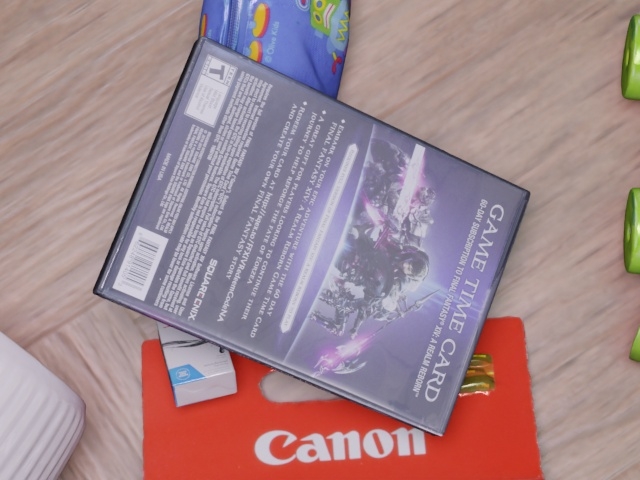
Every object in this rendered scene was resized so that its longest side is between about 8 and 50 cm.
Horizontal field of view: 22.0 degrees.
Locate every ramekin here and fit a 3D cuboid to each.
[{"bbox_3d":[-0.267,0.113,1.192,0.207,0.207,0.109,35,76,4],"label":"ramekin"}]

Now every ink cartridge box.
[{"bbox_3d":[-0.096,0.081,1.253,0.048,0.028,0.083,-13,48,-9],"label":"ink cartridge box"},{"bbox_3d":[0.020,0.219,1.164,0.308,0.091,0.385,-3,62,-1],"label":"ink cartridge box"}]

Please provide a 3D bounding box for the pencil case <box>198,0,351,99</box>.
[{"bbox_3d":[-0.048,-0.095,1.244,0.119,0.133,0.306,8,83,20],"label":"pencil case"}]

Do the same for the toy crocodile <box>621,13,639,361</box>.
[{"bbox_3d":[0.286,-0.068,1.260,0.115,0.105,0.340,3,79,1],"label":"toy crocodile"}]

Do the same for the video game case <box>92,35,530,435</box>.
[{"bbox_3d":[0.000,0.000,1.178,0.274,0.026,0.196,24,79,-17],"label":"video game case"}]
